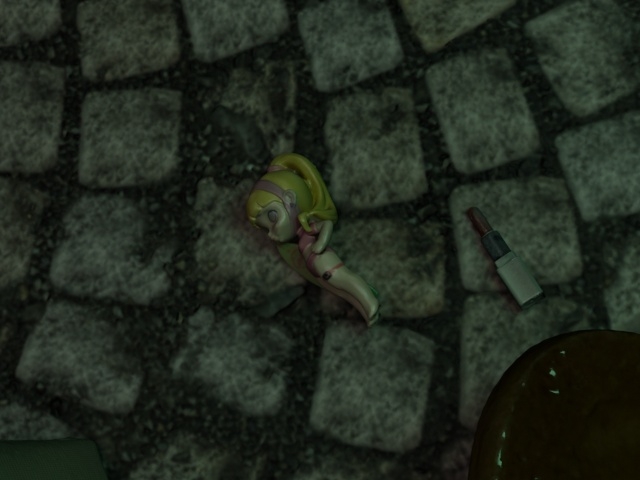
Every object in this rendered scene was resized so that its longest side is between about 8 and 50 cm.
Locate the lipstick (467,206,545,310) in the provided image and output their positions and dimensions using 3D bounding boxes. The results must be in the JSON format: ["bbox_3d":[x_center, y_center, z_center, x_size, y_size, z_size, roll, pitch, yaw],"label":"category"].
[{"bbox_3d":[0.165,0.013,1.189,0.025,0.025,0.107,-33,69,3],"label":"lipstick"}]

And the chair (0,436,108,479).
[{"bbox_3d":[-0.185,0.260,1.070,0.186,0.160,0.319,-51,48,39],"label":"chair"}]

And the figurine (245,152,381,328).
[{"bbox_3d":[0.000,0.000,1.202,0.083,0.083,0.187,-41,69,1],"label":"figurine"}]

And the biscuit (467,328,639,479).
[{"bbox_3d":[0.274,0.235,1.017,0.367,0.063,0.314,21,67,-19],"label":"biscuit"}]
